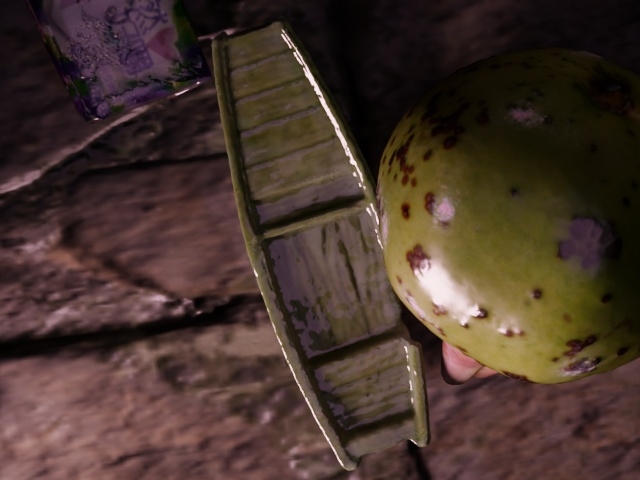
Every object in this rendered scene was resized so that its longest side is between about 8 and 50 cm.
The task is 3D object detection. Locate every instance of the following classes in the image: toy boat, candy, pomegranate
[{"bbox_3d":[0.000,0.000,0.927,0.093,0.055,0.293,-18,104,0],"label":"toy boat"},{"bbox_3d":[-0.161,-0.222,0.860,0.088,0.061,0.312,-22,104,-2],"label":"candy"},{"bbox_3d":[0.129,0.007,0.884,0.214,0.214,0.248,12,134,-7],"label":"pomegranate"}]
